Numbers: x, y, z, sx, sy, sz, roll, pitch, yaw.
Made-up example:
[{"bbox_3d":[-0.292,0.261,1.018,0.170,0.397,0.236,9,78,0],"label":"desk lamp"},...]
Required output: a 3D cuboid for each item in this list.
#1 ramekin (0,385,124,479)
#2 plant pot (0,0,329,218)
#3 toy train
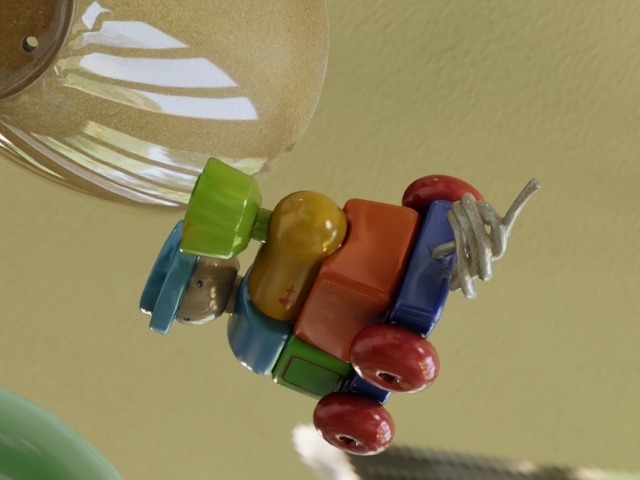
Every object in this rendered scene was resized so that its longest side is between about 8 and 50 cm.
[{"bbox_3d":[-0.180,0.192,0.545,0.303,0.303,0.148,13,-45,25],"label":"ramekin"},{"bbox_3d":[-0.147,-0.133,1.062,0.237,0.254,0.237,0,-90,19],"label":"plant pot"},{"bbox_3d":[0.000,0.000,0.811,0.143,0.105,0.248,21,-28,-2],"label":"toy train"}]
